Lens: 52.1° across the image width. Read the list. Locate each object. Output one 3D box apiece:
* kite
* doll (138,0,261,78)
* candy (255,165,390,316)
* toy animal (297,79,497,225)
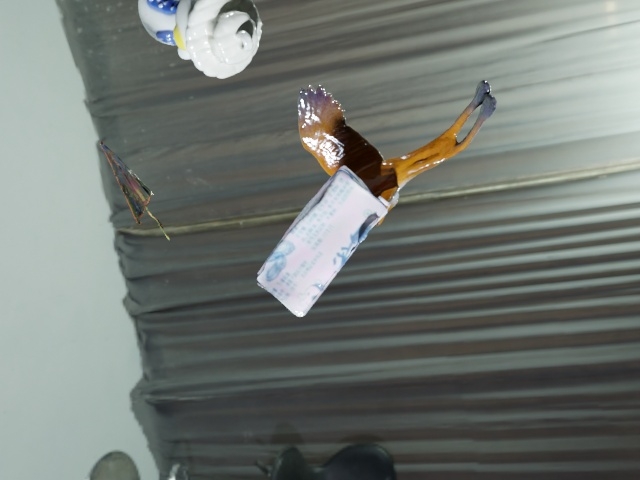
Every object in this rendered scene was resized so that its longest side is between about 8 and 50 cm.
[{"bbox_3d":[-0.246,-0.063,0.871,0.159,0.010,0.190,57,2,-17],"label":"kite"},{"bbox_3d":[-0.182,-0.312,0.928,0.119,0.293,0.138,-27,132,-29],"label":"doll"},{"bbox_3d":[0.000,0.000,0.711,0.073,0.160,0.092,38,7,-5],"label":"candy"},{"bbox_3d":[0.122,-0.129,1.080,0.302,0.284,0.225,79,-8,-70],"label":"toy animal"}]
